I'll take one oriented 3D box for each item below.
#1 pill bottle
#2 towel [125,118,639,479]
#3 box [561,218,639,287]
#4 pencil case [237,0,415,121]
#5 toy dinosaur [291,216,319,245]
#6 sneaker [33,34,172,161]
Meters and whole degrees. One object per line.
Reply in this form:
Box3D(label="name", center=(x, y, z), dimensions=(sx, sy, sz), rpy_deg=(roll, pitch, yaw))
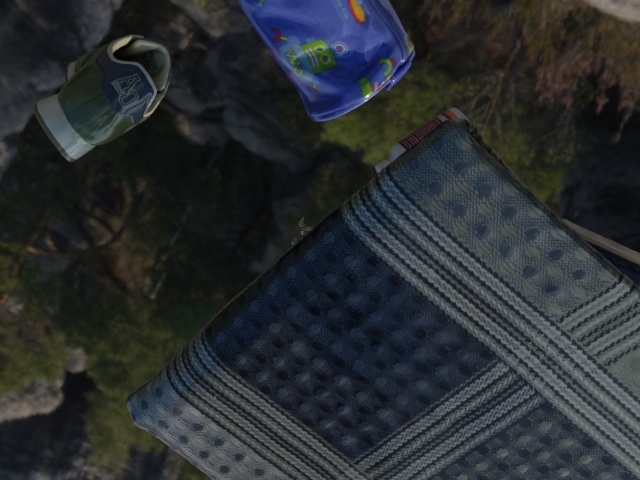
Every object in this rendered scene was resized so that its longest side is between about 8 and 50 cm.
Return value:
Box3D(label="pill bottle", center=(0.163, -0.130, 1.383), dimensions=(0.086, 0.152, 0.086), rpy_deg=(56, 177, 4))
Box3D(label="towel", center=(0.088, 0.118, 0.569), dimensions=(0.324, 0.056, 0.312), rpy_deg=(41, 120, -12))
Box3D(label="box", center=(0.314, 0.124, 1.139), dimensions=(0.184, 0.261, 0.103), rpy_deg=(28, -164, 34))
Box3D(label="pencil case", center=(-0.024, -0.255, 0.807), dimensions=(0.133, 0.119, 0.306), rpy_deg=(0, 132, 47))
Box3D(label="toy dinosaur", center=(0.000, 0.000, 1.609), dimensions=(0.093, 0.183, 0.053), rpy_deg=(21, 114, 8))
Box3D(label="sneaker", center=(-0.146, -0.117, 0.675), dimensions=(0.064, 0.086, 0.192), rpy_deg=(58, -171, -19))
